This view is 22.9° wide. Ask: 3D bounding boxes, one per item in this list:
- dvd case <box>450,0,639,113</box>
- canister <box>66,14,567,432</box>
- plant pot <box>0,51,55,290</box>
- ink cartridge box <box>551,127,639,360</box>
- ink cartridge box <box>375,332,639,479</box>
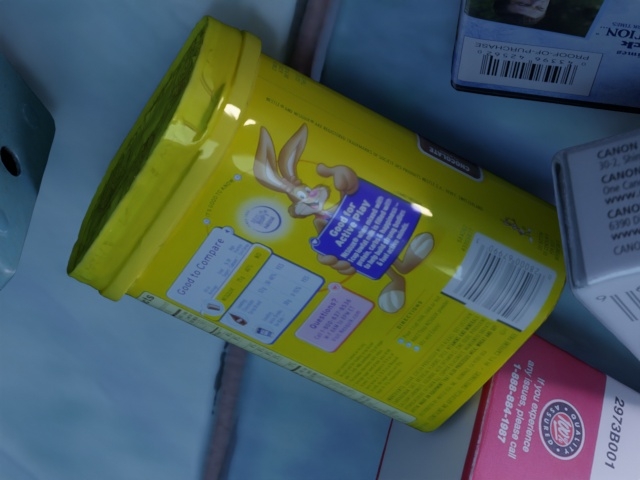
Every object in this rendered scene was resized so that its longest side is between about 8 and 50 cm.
[{"bbox_3d":[0.139,-0.101,0.487,0.180,0.022,0.253,7,158,3],"label":"dvd case"},{"bbox_3d":[0.000,0.000,0.640,0.170,0.073,0.126,26,131,-15],"label":"canister"},{"bbox_3d":[-0.235,-0.008,0.621,0.234,0.166,0.165,-24,124,20],"label":"plant pot"},{"bbox_3d":[0.256,0.002,0.599,0.275,0.060,0.239,-14,155,22],"label":"ink cartridge box"},{"bbox_3d":[0.136,0.172,0.690,0.237,0.172,0.100,29,144,-15],"label":"ink cartridge box"}]
